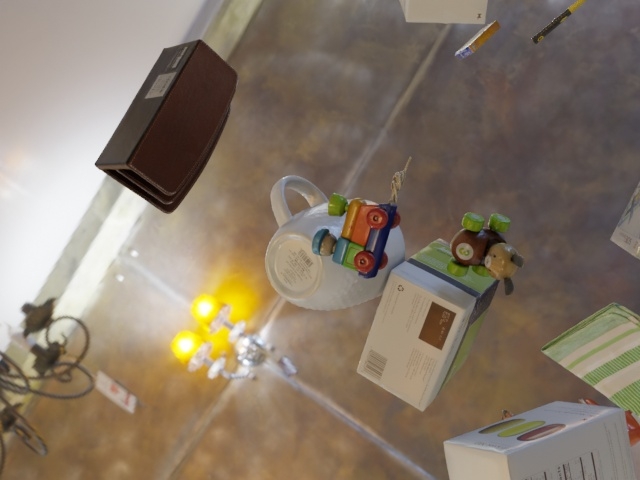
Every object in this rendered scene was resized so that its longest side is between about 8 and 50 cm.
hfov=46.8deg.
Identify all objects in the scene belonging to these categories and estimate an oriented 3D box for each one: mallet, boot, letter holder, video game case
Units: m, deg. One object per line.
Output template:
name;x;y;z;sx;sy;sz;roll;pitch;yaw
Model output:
mallet;0.497;-0.465;1.464;0.189;0.039;0.062;-35;-36;14
boot;0.571;0.352;1.448;0.084;0.059;0.158;-23;23;-5
letter holder;-0.280;-0.222;1.531;0.214;0.152;0.302;38;-111;-36
video game case;0.886;-0.122;1.962;0.300;0.036;0.329;-38;-28;-77

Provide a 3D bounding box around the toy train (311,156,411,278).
toy train;0.080;-0.062;1.452;0.105;0.143;0.248;-4;-68;-68

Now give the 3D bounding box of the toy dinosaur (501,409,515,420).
toy dinosaur;0.609;0.573;1.961;0.200;0.295;0.127;91;-164;-52

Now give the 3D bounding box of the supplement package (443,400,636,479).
supplement package;0.324;0.334;1.081;0.244;0.134;0.139;-9;-2;-31

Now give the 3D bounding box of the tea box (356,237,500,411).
tea box;0.300;0.216;1.995;0.323;0.220;0.329;-25;-42;-55

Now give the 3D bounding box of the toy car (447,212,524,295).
toy car;0.409;0.045;1.746;0.149;0.188;0.155;1;-61;-24

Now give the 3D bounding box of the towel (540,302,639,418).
towel;0.708;0.290;1.675;0.248;0.325;0.038;-50;7;46

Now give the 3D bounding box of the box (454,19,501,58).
box;0.443;-0.564;2.099;0.136;0.028;0.081;-45;11;-12

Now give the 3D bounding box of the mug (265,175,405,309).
mug;0.000;0.000;1.877;0.276;0.374;0.328;-34;-12;31

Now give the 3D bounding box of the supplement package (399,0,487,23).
supplement package;0.310;-0.683;1.868;0.263;0.199;0.198;-90;2;-57
